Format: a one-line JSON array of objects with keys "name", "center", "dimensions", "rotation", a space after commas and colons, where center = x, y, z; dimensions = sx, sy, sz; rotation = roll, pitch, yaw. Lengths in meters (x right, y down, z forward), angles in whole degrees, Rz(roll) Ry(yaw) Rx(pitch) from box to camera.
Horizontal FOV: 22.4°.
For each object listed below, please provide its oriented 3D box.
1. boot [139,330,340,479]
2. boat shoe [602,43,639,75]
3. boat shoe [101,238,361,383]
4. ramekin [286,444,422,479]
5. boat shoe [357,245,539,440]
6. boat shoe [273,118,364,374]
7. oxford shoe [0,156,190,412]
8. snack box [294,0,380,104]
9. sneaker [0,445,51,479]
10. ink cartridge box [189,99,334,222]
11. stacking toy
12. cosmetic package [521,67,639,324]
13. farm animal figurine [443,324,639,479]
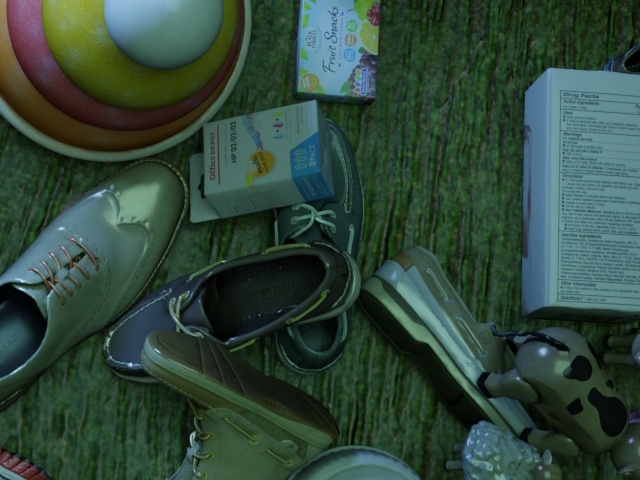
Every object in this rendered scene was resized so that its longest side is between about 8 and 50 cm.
[{"name": "boot", "center": [-0.135, 0.227, 1.837], "dimensions": [0.262, 0.095, 0.203], "rotation": [29, 110, -31]}, {"name": "boat shoe", "center": [0.455, -0.240, 2.081], "dimensions": [0.183, 0.066, 0.066], "rotation": [-28, 86, -12]}, {"name": "boat shoe", "center": [-0.116, 0.080, 1.867], "dimensions": [0.324, 0.097, 0.116], "rotation": [-18, 76, 14]}, {"name": "ramekin", "center": [0.047, 0.342, 1.899], "dimensions": [0.207, 0.109, 0.207], "rotation": [2, 80, -9]}, {"name": "boat shoe", "center": [0.178, 0.139, 1.952], "dimensions": [0.103, 0.113, 0.302], "rotation": [-42, 96, -19]}, {"name": "boat shoe", "center": [0.000, 0.000, 1.952], "dimensions": [0.116, 0.099, 0.319], "rotation": [5, 80, -8]}, {"name": "oxford shoe", "center": [-0.293, 0.055, 1.871], "dimensions": [0.140, 0.146, 0.397], "rotation": [41, 77, -1]}, {"name": "snack box", "center": [0.021, -0.245, 2.027], "dimensions": [0.100, 0.037, 0.141], "rotation": [4, 80, -7]}, {"name": "sneaker", "center": [-0.426, 0.257, 1.848], "dimensions": [0.225, 0.088, 0.092], "rotation": [27, 79, -4]}, {"name": "ink cartridge box", "center": [-0.081, -0.092, 1.927], "dimensions": [0.181, 0.061, 0.104], "rotation": [-11, 58, 13]}, {"name": "stacking toy", "center": [-0.193, -0.252, 1.747], "dimensions": [0.351, 0.480, 0.350], "rotation": [-2, 95, -18]}, {"name": "cosmetic package", "center": [0.333, -0.051, 2.000], "dimensions": [0.153, 0.129, 0.296], "rotation": [5, 81, -7]}, {"name": "farm animal figurine", "center": [0.334, 0.196, 1.874], "dimensions": [0.327, 0.172, 0.330], "rotation": [35, 66, -29]}]
